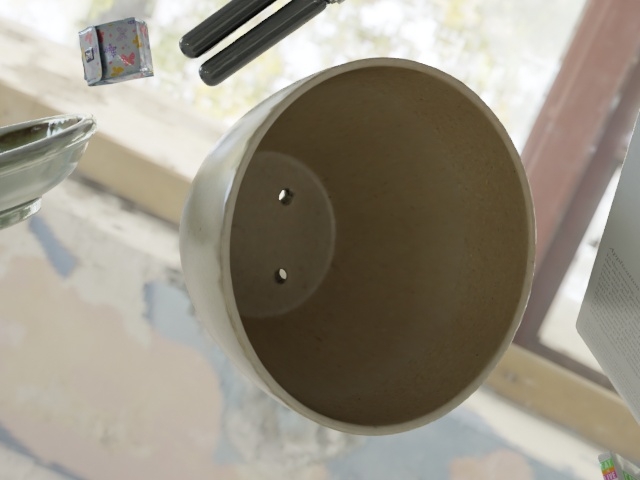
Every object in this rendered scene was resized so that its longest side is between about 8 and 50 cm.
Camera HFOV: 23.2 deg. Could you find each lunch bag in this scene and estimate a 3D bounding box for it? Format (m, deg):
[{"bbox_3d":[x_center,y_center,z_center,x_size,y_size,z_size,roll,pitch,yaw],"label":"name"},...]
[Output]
[{"bbox_3d":[-0.246,-0.222,1.846,0.083,0.071,0.053,-7,177,19],"label":"lunch bag"}]

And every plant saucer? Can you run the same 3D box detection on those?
[{"bbox_3d":[-0.454,-0.057,1.894,0.400,0.100,0.400,-15,-169,3],"label":"plant saucer"}]

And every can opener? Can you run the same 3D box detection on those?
[{"bbox_3d":[-0.023,-0.267,1.681,0.074,0.280,0.093,54,-176,-3],"label":"can opener"}]

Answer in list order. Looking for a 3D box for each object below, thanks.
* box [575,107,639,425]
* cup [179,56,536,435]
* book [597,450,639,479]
[{"bbox_3d":[0.355,0.013,1.238,0.215,0.345,0.168,-24,-117,-13],"label":"box"},{"bbox_3d":[0.000,0.000,1.451,0.331,0.331,0.237,14,176,-31],"label":"cup"},{"bbox_3d":[0.370,0.328,1.826,0.096,0.035,0.144,38,-149,-43],"label":"book"}]
